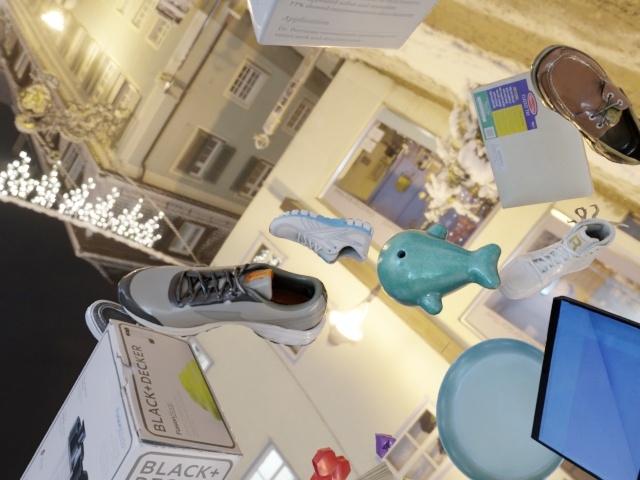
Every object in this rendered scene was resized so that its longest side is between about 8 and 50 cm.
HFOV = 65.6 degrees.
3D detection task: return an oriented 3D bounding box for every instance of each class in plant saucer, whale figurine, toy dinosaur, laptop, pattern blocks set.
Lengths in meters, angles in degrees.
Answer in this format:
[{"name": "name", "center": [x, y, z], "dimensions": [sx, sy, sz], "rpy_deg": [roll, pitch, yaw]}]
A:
[{"name": "plant saucer", "center": [0.396, 0.372, 1.080], "dimensions": [0.044, 0.317, 0.317], "rpy_deg": [29, -167, -36]}, {"name": "whale figurine", "center": [0.249, 0.053, 1.087], "dimensions": [0.272, 0.216, 0.141], "rpy_deg": [-3, 155, 33]}, {"name": "toy dinosaur", "center": [0.718, -0.047, 1.320], "dimensions": [0.053, 0.183, 0.092], "rpy_deg": [163, 92, -79]}, {"name": "laptop", "center": [0.324, 0.223, 0.535], "dimensions": [0.137, 0.234, 0.264], "rpy_deg": [5, -159, 17]}, {"name": "pattern blocks set", "center": [0.074, 0.504, 0.892], "dimensions": [0.285, 0.324, 0.026], "rpy_deg": [3, -174, -35]}]

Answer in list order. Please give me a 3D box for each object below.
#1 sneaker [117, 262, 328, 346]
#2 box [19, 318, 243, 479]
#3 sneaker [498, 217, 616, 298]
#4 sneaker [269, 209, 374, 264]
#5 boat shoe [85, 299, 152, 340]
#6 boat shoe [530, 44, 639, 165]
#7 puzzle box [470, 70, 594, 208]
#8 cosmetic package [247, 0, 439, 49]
[{"name": "sneaker", "center": [-0.120, 0.066, 0.644], "dimensions": [0.272, 0.108, 0.100], "rpy_deg": [6, -130, -9]}, {"name": "box", "center": [-0.196, 0.236, 0.423], "dimensions": [0.087, 0.290, 0.169], "rpy_deg": [27, -174, -36]}, {"name": "sneaker", "center": [0.565, 0.031, 1.188], "dimensions": [0.108, 0.293, 0.169], "rpy_deg": [59, 161, 27]}, {"name": "sneaker", "center": [0.000, 0.000, 0.887], "dimensions": [0.191, 0.082, 0.071], "rpy_deg": [6, 150, 1]}, {"name": "boat shoe", "center": [-0.445, 0.249, 1.240], "dimensions": [0.306, 0.105, 0.113], "rpy_deg": [45, -137, -3]}, {"name": "boat shoe", "center": [0.510, -0.244, 0.905], "dimensions": [0.307, 0.110, 0.104], "rpy_deg": [27, -157, -28]}, {"name": "puzzle box", "center": [0.646, -0.307, 1.514], "dimensions": [0.052, 0.272, 0.408], "rpy_deg": [-40, -65, -46]}, {"name": "cosmetic package", "center": [0.062, -0.584, 0.845], "dimensions": [0.330, 0.394, 0.327], "rpy_deg": [-8, -104, -26]}]
